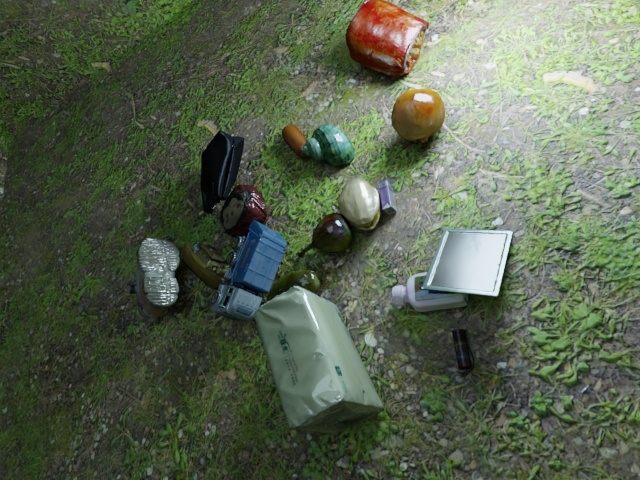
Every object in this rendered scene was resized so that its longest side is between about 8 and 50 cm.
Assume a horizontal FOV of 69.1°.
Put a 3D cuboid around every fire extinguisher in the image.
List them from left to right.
[{"bbox_3d":[0.403,0.319,1.313,0.056,0.039,0.132,-21,57,30],"label":"fire extinguisher"}]

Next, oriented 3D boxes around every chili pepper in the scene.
[{"bbox_3d":[0.282,-0.795,1.847,0.305,0.229,0.251,36,84,26],"label":"chili pepper"}]

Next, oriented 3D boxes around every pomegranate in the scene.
[{"bbox_3d":[0.343,-0.439,1.635,0.192,0.191,0.191,-13,61,24],"label":"pomegranate"}]

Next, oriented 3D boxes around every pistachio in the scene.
[{"bbox_3d":[0.138,-0.124,1.631,0.145,0.117,0.200,-12,66,7],"label":"pistachio"}]

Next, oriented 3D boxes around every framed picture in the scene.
[{"bbox_3d":[0.438,0.060,1.371,0.217,0.017,0.274,4,44,32],"label":"framed picture"}]

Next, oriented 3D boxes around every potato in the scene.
[{"bbox_3d":[-0.098,0.173,1.635,0.226,0.090,0.117,-27,62,23],"label":"potato"}]

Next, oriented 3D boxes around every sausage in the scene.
[{"bbox_3d":[-0.097,-0.412,1.935,0.076,0.076,0.197,-41,54,6],"label":"sausage"}]

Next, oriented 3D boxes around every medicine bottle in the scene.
[{"bbox_3d":[0.330,0.154,1.409,0.219,0.078,0.115,-12,55,24],"label":"medicine bottle"}]

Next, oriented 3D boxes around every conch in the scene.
[{"bbox_3d":[0.027,-0.369,1.817,0.188,0.122,0.175,-11,86,29],"label":"conch"}]

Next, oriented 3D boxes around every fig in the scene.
[{"bbox_3d":[0.000,0.000,1.650,0.245,0.149,0.149,-32,54,26],"label":"fig"}]

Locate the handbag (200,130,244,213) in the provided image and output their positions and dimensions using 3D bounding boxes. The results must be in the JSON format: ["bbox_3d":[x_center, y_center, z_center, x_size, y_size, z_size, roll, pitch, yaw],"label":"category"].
[{"bbox_3d":[-0.425,-0.276,1.963,0.342,0.152,0.287,-21,59,62],"label":"handbag"}]

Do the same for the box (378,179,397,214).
[{"bbox_3d":[0.236,-0.152,1.632,0.036,0.051,0.117,-23,58,27],"label":"box"}]

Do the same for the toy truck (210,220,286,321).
[{"bbox_3d":[-0.260,0.113,1.695,0.175,0.146,0.366,2,69,53],"label":"toy truck"}]

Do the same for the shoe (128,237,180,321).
[{"bbox_3d":[-0.692,0.160,1.913,0.198,0.172,0.350,-51,38,38],"label":"shoe"}]

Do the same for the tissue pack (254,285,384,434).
[{"bbox_3d":[-0.011,0.355,1.369,0.207,0.297,0.380,-34,56,13],"label":"tissue pack"}]

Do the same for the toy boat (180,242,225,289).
[{"bbox_3d":[-0.452,0.091,1.871,0.321,0.089,0.121,34,94,39],"label":"toy boat"}]

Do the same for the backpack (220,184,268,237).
[{"bbox_3d":[-0.314,-0.128,1.884,0.229,0.139,0.229,-22,59,42],"label":"backpack"}]
